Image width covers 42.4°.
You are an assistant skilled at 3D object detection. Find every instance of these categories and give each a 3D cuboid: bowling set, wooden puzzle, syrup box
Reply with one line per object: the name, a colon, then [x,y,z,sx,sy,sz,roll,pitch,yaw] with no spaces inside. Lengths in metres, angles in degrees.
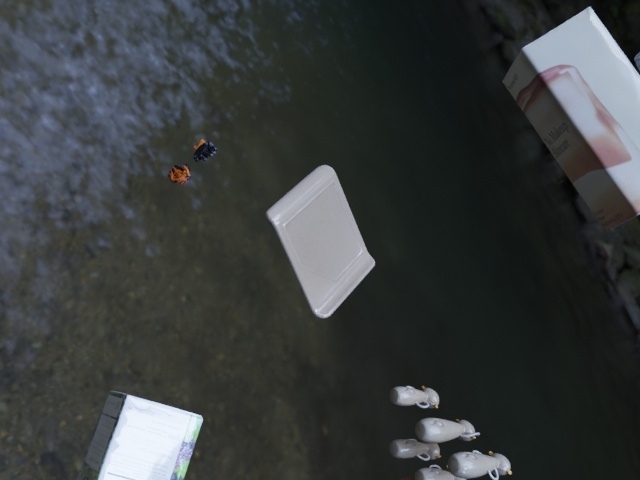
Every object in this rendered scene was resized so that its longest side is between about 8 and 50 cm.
bowling set: [0.237,0.452,1.737,0.154,0.200,0.287,10,26,-36]
wooden puzzle: [0.000,0.000,1.619,0.221,0.044,0.239,-45,114,-45]
syrup box: [-0.222,0.295,0.918,0.096,0.093,0.237,22,74,-23]

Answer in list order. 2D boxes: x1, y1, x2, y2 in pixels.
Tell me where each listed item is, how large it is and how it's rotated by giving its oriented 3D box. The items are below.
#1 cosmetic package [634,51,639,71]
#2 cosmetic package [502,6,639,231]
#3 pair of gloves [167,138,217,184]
cosmetic package: [0.601,-0.239,1.224,0.127,0.107,0.238,50,-10,-35]
cosmetic package: [0.421,-0.178,1.252,0.296,0.129,0.153,58,-3,10]
pair of gloves: [-0.186,-0.113,1.201,0.010,0.083,0.074,51,-8,-31]
